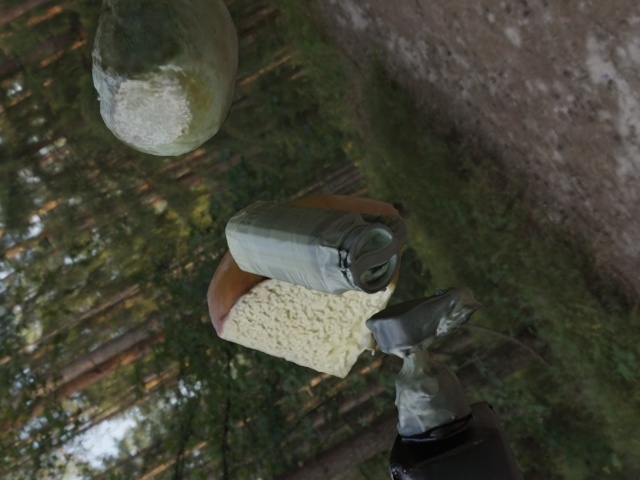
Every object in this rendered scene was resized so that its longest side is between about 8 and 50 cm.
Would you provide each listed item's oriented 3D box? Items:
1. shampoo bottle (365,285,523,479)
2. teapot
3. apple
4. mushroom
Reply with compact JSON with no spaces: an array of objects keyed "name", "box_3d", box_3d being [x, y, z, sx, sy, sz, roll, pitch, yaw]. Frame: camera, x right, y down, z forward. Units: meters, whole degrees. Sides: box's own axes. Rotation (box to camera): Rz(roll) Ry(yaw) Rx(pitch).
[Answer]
[{"name":"shampoo bottle","box_3d":[0.073,0.126,0.316,0.057,0.063,0.208,-49,-60,-85]},{"name":"teapot","box_3d":[0.000,0.000,0.711,0.200,0.107,0.077,11,125,48]},{"name":"apple","box_3d":[-0.009,0.050,1.073,0.309,0.313,0.252,-91,-21,-59]},{"name":"mushroom","box_3d":[-0.209,-0.246,0.912,0.189,0.267,0.164,19,-174,-2]}]
